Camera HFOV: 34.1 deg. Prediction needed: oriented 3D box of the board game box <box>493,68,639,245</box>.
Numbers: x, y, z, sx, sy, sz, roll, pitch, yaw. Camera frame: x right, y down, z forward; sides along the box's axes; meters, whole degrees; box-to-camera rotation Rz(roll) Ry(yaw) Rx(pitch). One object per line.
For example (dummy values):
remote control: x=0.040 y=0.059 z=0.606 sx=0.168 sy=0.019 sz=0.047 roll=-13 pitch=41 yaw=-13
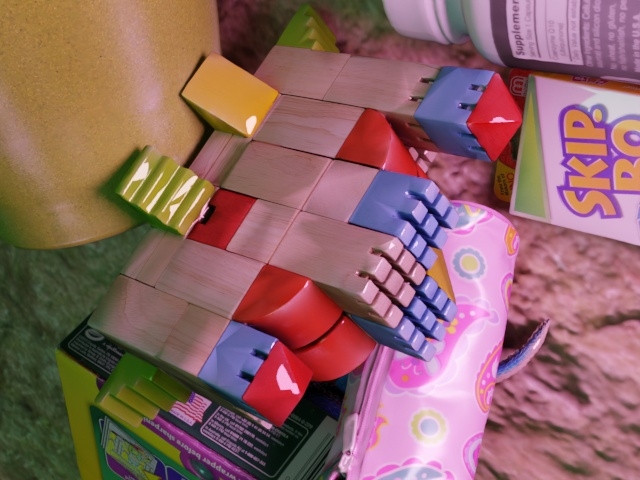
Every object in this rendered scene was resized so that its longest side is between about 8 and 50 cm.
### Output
board game box: x=0.262 y=-0.057 z=0.827 sx=0.259 sy=0.039 sz=0.124 roll=17 pitch=117 yaw=27

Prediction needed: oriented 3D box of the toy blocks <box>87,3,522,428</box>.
toy blocks: x=0.000 y=0.000 z=0.803 sx=0.261 sy=0.381 sz=0.191 roll=17 pitch=159 yaw=44

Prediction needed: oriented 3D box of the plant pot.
plant pot: x=-0.236 y=-0.196 z=0.899 sx=0.366 sy=0.366 sz=0.353 roll=-2 pitch=121 yaw=31

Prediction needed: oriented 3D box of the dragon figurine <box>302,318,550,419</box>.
dragon figurine: x=0.071 y=0.132 z=0.985 sx=0.144 sy=0.085 sz=0.289 roll=48 pitch=127 yaw=5

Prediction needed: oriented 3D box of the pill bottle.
pill bottle: x=0.197 y=-0.194 z=0.729 sx=0.283 sy=0.161 sz=0.161 roll=13 pitch=116 yaw=26

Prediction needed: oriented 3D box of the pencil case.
pencil case: x=0.081 y=0.106 z=0.858 sx=0.124 sy=0.284 sz=0.124 roll=16 pitch=160 yaw=6

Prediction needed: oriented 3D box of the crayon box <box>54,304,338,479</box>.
crayon box: x=-0.086 y=0.254 z=1.060 sx=0.363 sy=0.106 sz=0.313 roll=29 pitch=143 yaw=19
